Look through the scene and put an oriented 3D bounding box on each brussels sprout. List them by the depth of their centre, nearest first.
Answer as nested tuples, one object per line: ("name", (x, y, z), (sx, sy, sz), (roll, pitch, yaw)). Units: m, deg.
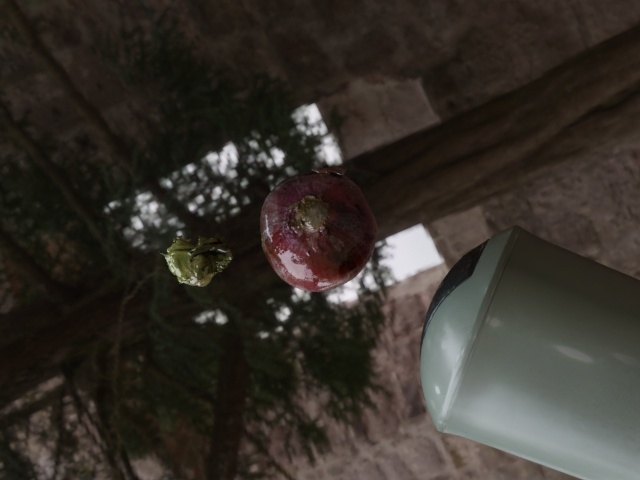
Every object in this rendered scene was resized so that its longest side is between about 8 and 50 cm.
("brussels sprout", (-0.147, 0.026, 1.252), (0.085, 0.085, 0.058), (46, -167, -50))

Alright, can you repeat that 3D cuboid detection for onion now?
("onion", (0.000, 0.000, 1.327), (0.195, 0.159, 0.159), (75, 179, -65))

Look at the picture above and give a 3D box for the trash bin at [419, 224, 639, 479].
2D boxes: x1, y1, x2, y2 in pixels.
("trash bin", (0.337, 0.164, 1.271), (0.280, 0.432, 0.280), (21, -90, -78))
